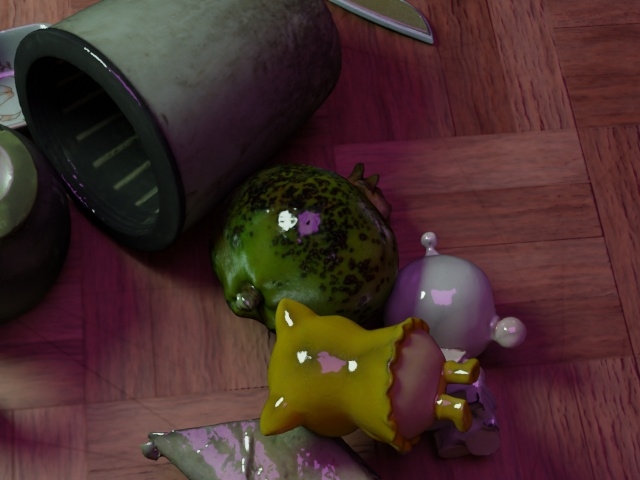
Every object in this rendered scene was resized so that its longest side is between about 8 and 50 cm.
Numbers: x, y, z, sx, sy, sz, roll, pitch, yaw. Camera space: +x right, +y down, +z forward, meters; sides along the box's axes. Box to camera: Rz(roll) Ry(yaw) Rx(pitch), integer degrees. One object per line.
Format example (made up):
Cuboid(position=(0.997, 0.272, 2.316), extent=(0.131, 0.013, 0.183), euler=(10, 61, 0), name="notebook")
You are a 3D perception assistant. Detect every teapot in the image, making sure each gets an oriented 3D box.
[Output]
Cuboid(position=(-0.421, -0.003, 1.478), extent=(0.239, 0.239, 0.321), euler=(32, 69, -4), name="teapot")

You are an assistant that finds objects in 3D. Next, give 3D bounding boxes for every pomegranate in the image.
Cuboid(position=(-0.007, 0.013, 1.563), extent=(0.222, 0.276, 0.204), euler=(38, 104, 13), name="pomegranate")

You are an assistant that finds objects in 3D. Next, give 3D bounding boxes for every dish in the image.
Cuboid(position=(-0.405, -0.192, 1.692), extent=(0.234, 0.064, 0.154), euler=(-17, 64, -12), name="dish")

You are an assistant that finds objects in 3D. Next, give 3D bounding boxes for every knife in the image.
Cuboid(position=(0.011, -0.360, 1.835), extent=(0.343, 0.027, 0.061), euler=(28, 55, 7), name="knife")

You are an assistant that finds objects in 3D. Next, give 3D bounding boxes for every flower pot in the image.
Cuboid(position=(-0.153, -0.191, 1.590), extent=(0.293, 0.293, 0.330), euler=(43, 59, 17), name="flower pot")

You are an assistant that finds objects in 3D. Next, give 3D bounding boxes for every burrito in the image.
Cuboid(position=(-0.015, 0.286, 1.444), extent=(0.348, 0.107, 0.175), euler=(38, 50, 13), name="burrito")

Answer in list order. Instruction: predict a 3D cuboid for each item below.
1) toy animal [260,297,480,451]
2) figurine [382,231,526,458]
Cuboid(position=(0.051, 0.148, 1.390), extent=(0.230, 0.156, 0.156), euler=(3, 60, 18), name="toy animal")
Cuboid(position=(0.132, 0.118, 1.533), extent=(0.144, 0.182, 0.256), euler=(28, 44, -38), name="figurine")
